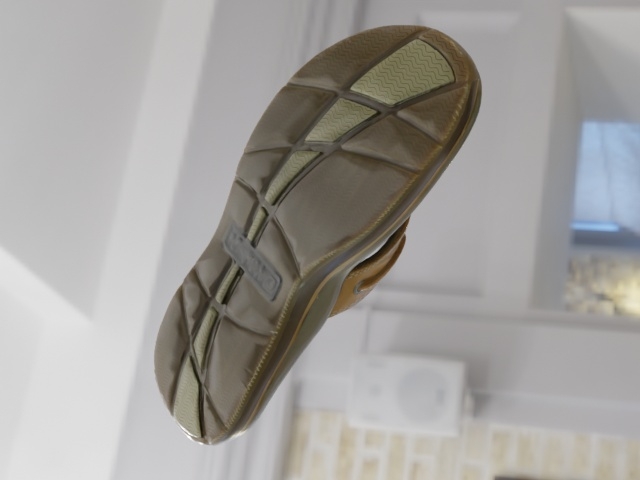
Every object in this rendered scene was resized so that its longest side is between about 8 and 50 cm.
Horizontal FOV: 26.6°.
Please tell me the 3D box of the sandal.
[{"bbox_3d":[0.000,0.000,0.480,0.049,0.072,0.180,4,-53,-44],"label":"sandal"}]
